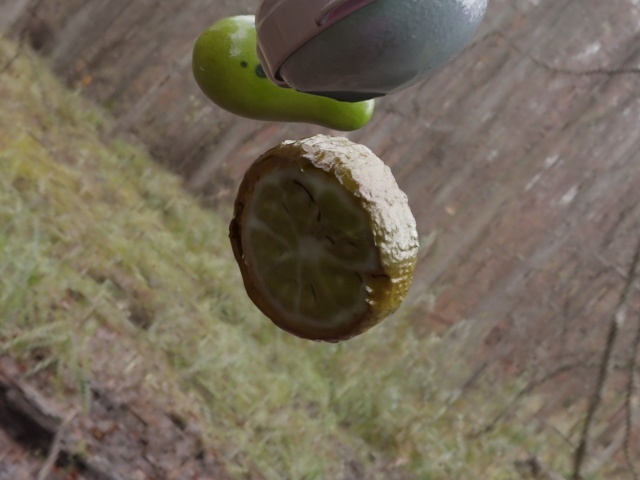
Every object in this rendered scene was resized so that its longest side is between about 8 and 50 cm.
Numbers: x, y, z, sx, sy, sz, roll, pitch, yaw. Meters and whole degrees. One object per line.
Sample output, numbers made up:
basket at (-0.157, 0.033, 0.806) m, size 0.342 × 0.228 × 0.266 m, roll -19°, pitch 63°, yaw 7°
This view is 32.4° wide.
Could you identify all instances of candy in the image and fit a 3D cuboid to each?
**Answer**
candy at (0.000, 0.000, 1.350) m, size 0.118 × 0.260 × 0.260 m, roll -17°, pitch 52°, yaw -45°

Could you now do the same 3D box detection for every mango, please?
mango at (-0.055, -0.255, 1.700) m, size 0.293 × 0.175 × 0.143 m, roll 17°, pitch -34°, yaw -6°

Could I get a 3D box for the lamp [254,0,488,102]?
lamp at (0.035, -0.159, 0.828) m, size 0.246 × 0.179 × 0.108 m, roll -18°, pitch -88°, yaw 68°
